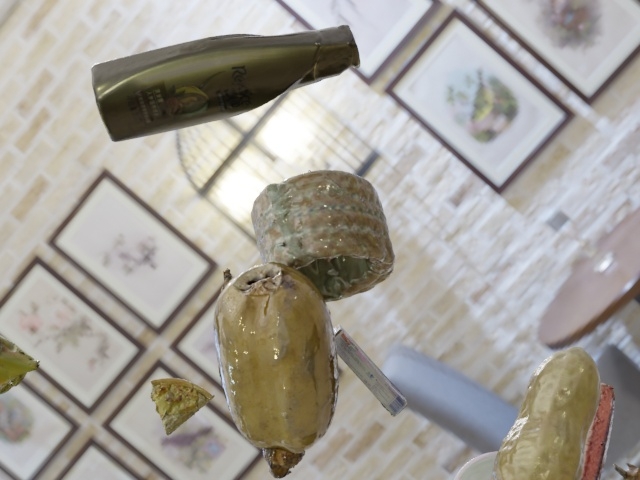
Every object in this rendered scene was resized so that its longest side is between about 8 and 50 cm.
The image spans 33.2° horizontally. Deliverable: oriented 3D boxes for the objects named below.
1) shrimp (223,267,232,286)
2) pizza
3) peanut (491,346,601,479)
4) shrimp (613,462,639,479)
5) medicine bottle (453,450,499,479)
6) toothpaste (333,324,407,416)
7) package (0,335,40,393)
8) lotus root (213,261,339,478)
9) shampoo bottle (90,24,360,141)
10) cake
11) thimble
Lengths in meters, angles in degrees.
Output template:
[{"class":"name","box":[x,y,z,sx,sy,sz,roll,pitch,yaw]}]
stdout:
[{"class":"shrimp","box":[-0.183,0.101,2.217,0.023,0.114,0.083,-6,22,8]},{"class":"pizza","box":[-0.264,0.310,1.989,0.026,0.123,0.108,112,170,-65]},{"class":"peanut","box":[0.300,0.249,1.391,0.120,0.110,0.236,35,-104,-51]},{"class":"shrimp","box":[0.599,0.519,2.068,0.132,0.187,0.051,-19,-9,15]},{"class":"medicine bottle","box":[0.380,0.590,2.169,0.202,0.202,0.316,-50,-36,-27]},{"class":"toothpaste","box":[0.086,0.243,1.994,0.040,0.196,0.047,-41,9,2]},{"class":"package","box":[-0.625,0.200,1.905,0.168,0.226,0.090,-39,17,23]},{"class":"lotus root","box":[-0.057,0.188,1.505,0.151,0.169,0.343,-59,-31,-54]},{"class":"shampoo bottle","box":[-0.122,-0.220,1.429,0.350,0.084,0.125,-13,-36,-3]},{"class":"cake","box":[0.443,0.390,1.960,0.262,0.158,0.160,-59,-30,-50]},{"class":"thimble","box":[0.006,0.000,1.593,0.196,0.148,0.229,-16,-21,1]}]
